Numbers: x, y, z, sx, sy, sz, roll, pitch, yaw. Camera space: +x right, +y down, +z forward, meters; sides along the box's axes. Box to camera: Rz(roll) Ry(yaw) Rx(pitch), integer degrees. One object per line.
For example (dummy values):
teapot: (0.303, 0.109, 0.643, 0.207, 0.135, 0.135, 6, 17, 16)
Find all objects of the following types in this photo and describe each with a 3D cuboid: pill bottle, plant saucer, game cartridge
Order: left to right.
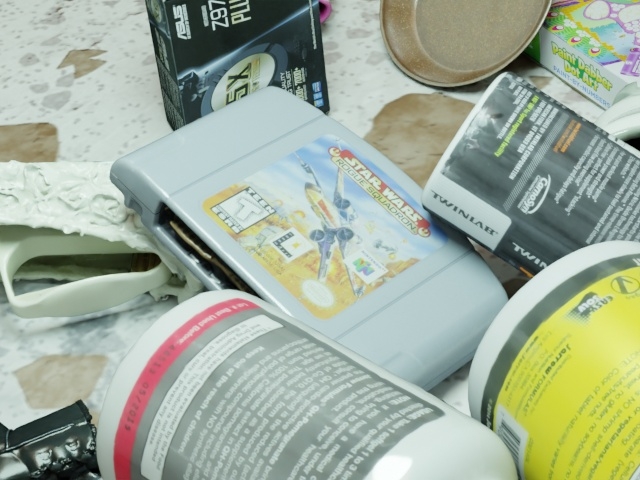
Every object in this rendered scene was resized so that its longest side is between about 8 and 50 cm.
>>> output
game cartridge: (0.000, 0.000, 1.301, 0.297, 0.062, 0.198, 43, 53, 19)
pill bottle: (0.017, 0.170, 1.074, 0.319, 0.176, 0.176, 27, 49, 36)
plant saucer: (0.151, -0.241, 1.619, 0.199, 0.036, 0.198, -11, 69, 32)
pill bottle: (0.212, -0.016, 1.278, 0.246, 0.130, 0.130, 33, 48, 6)
pill bottle: (0.256, 0.159, 1.047, 0.188, 0.188, 0.334, -22, 41, -19)

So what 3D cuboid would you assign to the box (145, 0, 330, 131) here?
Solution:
box: (-0.078, -0.188, 1.535, 0.147, 0.180, 0.077, -18, 40, -15)

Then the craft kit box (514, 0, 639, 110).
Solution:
craft kit box: (0.354, -0.201, 1.599, 0.250, 0.061, 0.246, -24, 44, -22)

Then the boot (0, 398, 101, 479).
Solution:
boot: (-0.223, 0.147, 1.242, 0.099, 0.045, 0.121, -21, 48, -14)

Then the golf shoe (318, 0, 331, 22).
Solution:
golf shoe: (-0.035, -0.280, 1.722, 0.140, 0.115, 0.306, 20, 50, 14)

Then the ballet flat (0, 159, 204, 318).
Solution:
ballet flat: (-0.276, 0.000, 1.368, 0.409, 0.147, 0.147, -2, 38, 2)

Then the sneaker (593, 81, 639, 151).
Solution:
sneaker: (0.366, -0.054, 1.337, 0.331, 0.122, 0.146, 5, 26, 33)
